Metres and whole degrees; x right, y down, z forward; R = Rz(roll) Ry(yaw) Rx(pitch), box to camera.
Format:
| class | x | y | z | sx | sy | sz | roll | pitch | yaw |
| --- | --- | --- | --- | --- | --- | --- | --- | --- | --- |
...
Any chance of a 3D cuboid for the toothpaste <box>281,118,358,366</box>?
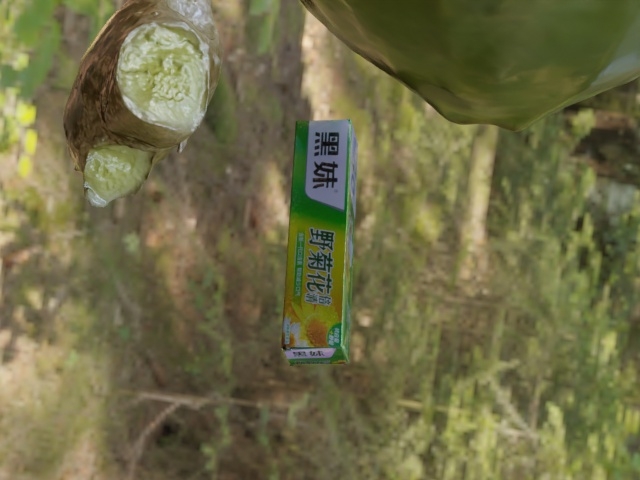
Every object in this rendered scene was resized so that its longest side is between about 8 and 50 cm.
| class | x | y | z | sx | sy | sz | roll | pitch | yaw |
| --- | --- | --- | --- | --- | --- | --- | --- | --- | --- |
| toothpaste | 0.000 | 0.000 | 0.914 | 0.037 | 0.043 | 0.179 | 69 | 22 | -63 |

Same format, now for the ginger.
| class | x | y | z | sx | sy | sz | roll | pitch | yaw |
| --- | --- | --- | --- | --- | --- | --- | --- | --- | --- |
| ginger | -0.186 | -0.134 | 1.266 | 0.270 | 0.123 | 0.219 | -32 | -139 | 52 |

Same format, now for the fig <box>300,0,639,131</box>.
| class | x | y | z | sx | sy | sz | roll | pitch | yaw |
| --- | --- | --- | --- | --- | --- | --- | --- | --- | --- |
| fig | 0.087 | -0.190 | 0.512 | 0.316 | 0.316 | 0.316 | 8 | 90 | -83 |
